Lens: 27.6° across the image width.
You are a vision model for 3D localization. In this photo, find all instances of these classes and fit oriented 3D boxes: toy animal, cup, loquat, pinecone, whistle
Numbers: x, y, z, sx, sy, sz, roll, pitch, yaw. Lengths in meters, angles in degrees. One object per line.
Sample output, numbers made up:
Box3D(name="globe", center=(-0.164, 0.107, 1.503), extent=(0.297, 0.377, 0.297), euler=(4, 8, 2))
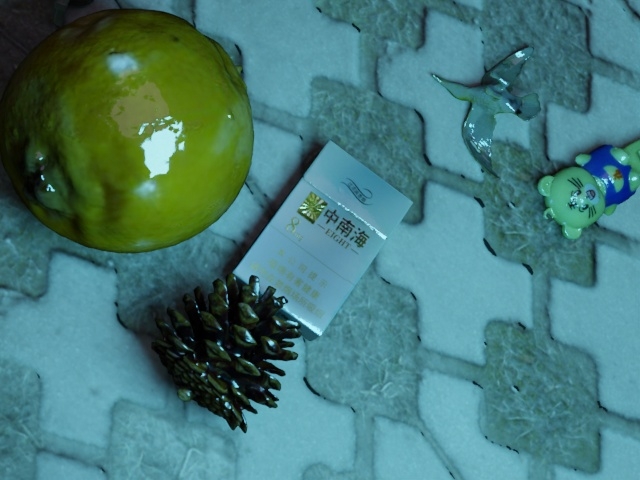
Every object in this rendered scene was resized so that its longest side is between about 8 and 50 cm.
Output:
Box3D(name="toy animal", center=(0.245, -0.223, 1.926), extent=(0.155, 0.095, 0.219), euler=(28, 73, -10))
Box3D(name="cup", center=(-0.338, -0.358, 1.816), extent=(0.074, 0.099, 0.102), euler=(-4, 80, -13))
Box3D(name="loquat", center=(-0.247, -0.140, 1.682), extent=(0.328, 0.328, 0.329), euler=(3, 78, -12))
Box3D(name="pinecone", center=(-0.116, 0.140, 1.712), extent=(0.207, 0.208, 0.208), euler=(3, 78, -12))
Box3D(name="whistle", center=(0.420, -0.088, 1.942), extent=(0.227, 0.085, 0.105), euler=(-31, 96, -17))

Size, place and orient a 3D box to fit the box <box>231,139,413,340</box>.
Box3D(name="box", center=(0.000, 0.000, 1.835), extent=(0.155, 0.067, 0.243), euler=(36, 73, -5))
